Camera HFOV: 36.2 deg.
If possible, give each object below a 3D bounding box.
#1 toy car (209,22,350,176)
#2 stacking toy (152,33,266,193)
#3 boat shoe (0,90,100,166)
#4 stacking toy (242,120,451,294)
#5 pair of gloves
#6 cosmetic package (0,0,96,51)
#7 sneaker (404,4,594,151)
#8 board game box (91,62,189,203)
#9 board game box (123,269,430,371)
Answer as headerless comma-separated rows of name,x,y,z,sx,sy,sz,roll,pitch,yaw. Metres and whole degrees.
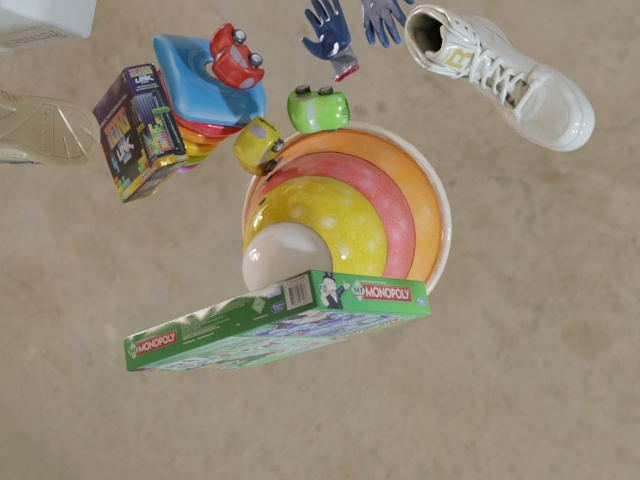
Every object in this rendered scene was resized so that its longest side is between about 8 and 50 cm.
toy car,-0.061,-0.187,1.388,0.225,0.053,0.239,9,123,38
stacking toy,-0.228,-0.172,1.575,0.302,0.165,0.175,-50,51,41
boat shoe,-0.392,-0.134,1.107,0.092,0.285,0.103,-8,80,46
stacking toy,0.000,0.000,1.421,0.350,0.480,0.351,1,97,12
pair of gloves,0.053,-0.336,1.486,0.198,0.023,0.159,-34,63,30
cosmetic package,-0.561,-0.498,1.452,0.329,0.393,0.327,6,86,48
sneaker,0.229,-0.224,1.342,0.292,0.169,0.108,50,123,37
board game box,-0.251,-0.143,1.335,0.170,0.048,0.141,-29,82,58
board game box,-0.056,0.105,1.190,0.317,0.213,0.046,-21,73,36
